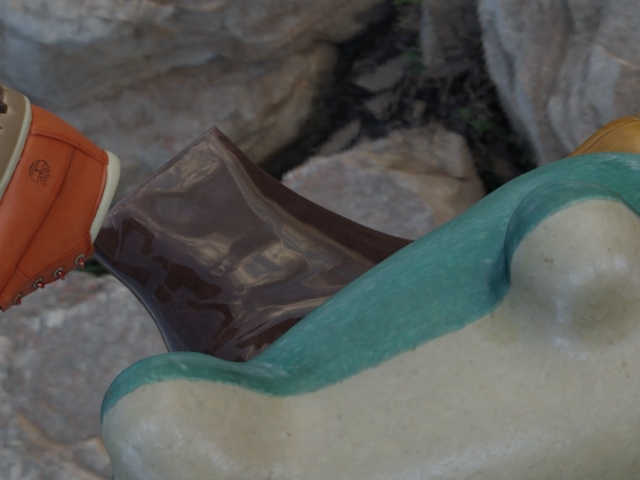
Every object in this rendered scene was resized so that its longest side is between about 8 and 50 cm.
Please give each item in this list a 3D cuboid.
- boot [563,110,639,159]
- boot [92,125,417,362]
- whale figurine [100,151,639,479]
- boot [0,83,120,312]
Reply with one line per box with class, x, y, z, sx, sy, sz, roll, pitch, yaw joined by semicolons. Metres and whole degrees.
boot;0.307;0.031;1.208;0.211;0.104;0.295;-35;98;-2
boot;0.000;0.000;0.925;0.248;0.090;0.207;-39;84;-14
whale figurine;0.047;0.049;0.502;0.216;0.272;0.141;105;152;-43
boot;-0.150;0.013;0.690;0.059;0.084;0.158;16;82;51
